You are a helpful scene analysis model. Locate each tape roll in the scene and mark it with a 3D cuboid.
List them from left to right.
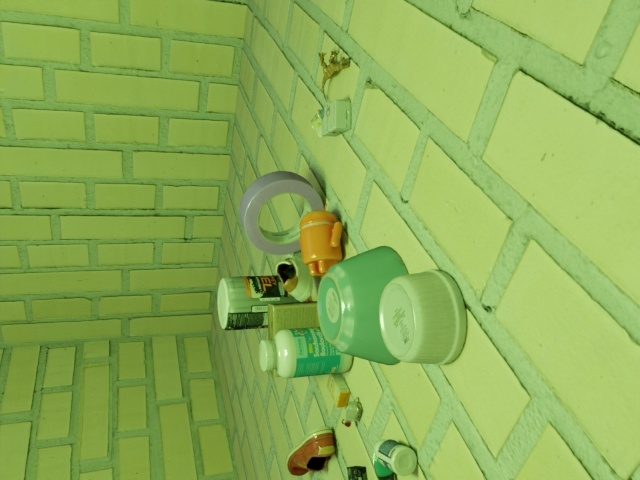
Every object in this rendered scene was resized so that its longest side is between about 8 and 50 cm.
[{"bbox_3d":[-0.129,-0.090,1.855,0.090,0.274,0.275,-127,40,-57],"label":"tape roll"}]

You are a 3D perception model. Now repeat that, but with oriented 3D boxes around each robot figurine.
[{"bbox_3d":[0.002,0.000,1.723,0.158,0.128,0.219,109,155,-75],"label":"robot figurine"}]

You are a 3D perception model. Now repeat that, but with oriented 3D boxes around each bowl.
[{"bbox_3d":[0.096,0.172,1.423,0.311,0.163,0.312,178,90,-69],"label":"bowl"}]

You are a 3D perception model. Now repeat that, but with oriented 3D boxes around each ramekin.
[{"bbox_3d":[0.210,0.166,1.189,0.207,0.109,0.207,179,90,-69],"label":"ramekin"}]

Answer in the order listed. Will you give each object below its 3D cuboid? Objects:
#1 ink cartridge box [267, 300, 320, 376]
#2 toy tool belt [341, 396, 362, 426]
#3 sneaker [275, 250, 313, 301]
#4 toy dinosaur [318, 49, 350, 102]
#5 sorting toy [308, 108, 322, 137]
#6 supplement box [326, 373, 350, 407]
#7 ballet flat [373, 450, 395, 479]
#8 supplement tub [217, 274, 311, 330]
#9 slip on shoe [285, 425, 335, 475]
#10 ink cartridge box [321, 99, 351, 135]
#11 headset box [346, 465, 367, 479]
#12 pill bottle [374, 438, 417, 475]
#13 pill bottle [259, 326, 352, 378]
[{"bbox_3d":[-0.074,0.323,1.839,0.088,0.193,0.235,173,96,-71],"label":"ink cartridge box"},{"bbox_3d":[0.093,0.502,1.619,0.051,0.052,0.083,-64,-9,-58],"label":"toy tool belt"},{"bbox_3d":[-0.090,0.072,1.910,0.106,0.123,0.290,-42,30,24],"label":"sneaker"},{"bbox_3d":[0.024,-0.528,1.727,0.211,0.064,0.112,152,114,-68],"label":"toy dinosaur"},{"bbox_3d":[0.000,-0.385,1.836,0.083,0.045,0.075,150,110,-66],"label":"sorting toy"},{"bbox_3d":[0.055,0.464,1.723,0.098,0.036,0.062,-124,39,-57],"label":"supplement box"},{"bbox_3d":[0.164,0.606,1.410,0.052,0.057,0.168,110,153,-64],"label":"ballet flat"},{"bbox_3d":[-0.205,0.224,2.016,0.193,0.316,0.194,180,90,-69],"label":"supplement tub"},{"bbox_3d":[-0.034,0.740,1.874,0.331,0.123,0.101,-62,38,44],"label":"slip on shoe"},{"bbox_3d":[0.047,-0.373,1.688,0.122,0.052,0.089,178,91,-68],"label":"ink cartridge box"},{"bbox_3d":[0.105,0.688,1.602,0.083,0.032,0.062,132,134,-63],"label":"headset box"},{"bbox_3d":[0.178,0.524,1.348,0.120,0.067,0.067,164,104,-69],"label":"pill bottle"},{"bbox_3d":[-0.047,0.337,1.664,0.146,0.264,0.146,179,90,-69],"label":"pill bottle"}]
